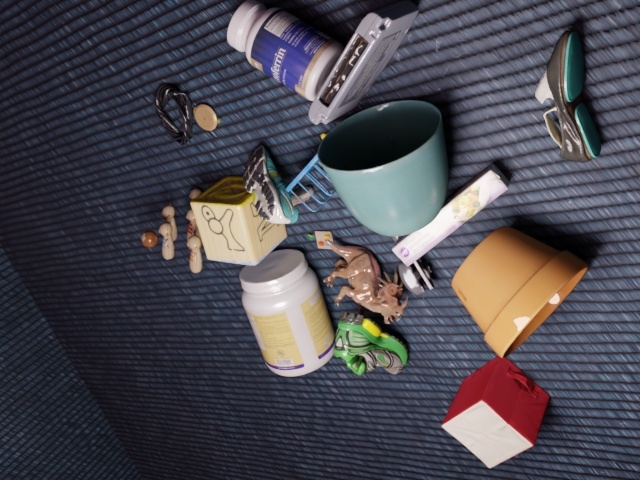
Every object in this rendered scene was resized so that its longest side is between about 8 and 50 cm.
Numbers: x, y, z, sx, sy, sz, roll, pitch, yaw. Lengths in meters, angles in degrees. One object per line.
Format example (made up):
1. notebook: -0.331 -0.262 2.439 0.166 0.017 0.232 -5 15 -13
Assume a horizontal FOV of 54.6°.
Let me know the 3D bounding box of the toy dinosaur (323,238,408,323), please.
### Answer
1. toy dinosaur: 0.133 0.105 1.757 0.200 0.127 0.296 -31 78 31

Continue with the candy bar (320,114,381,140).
1. candy bar: 0.078 -0.283 1.555 0.161 0.018 0.040 -26 91 10

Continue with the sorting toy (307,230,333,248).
1. sorting toy: 0.000 0.000 1.843 0.083 0.012 0.062 3 121 31

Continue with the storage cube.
1. storage cube: 0.485 0.472 1.716 0.183 0.193 0.215 42 134 3

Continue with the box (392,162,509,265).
1. box: 0.314 -0.059 1.516 0.063 0.067 0.324 47 120 -3

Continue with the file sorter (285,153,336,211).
1. file sorter: 0.013 -0.176 1.651 0.104 0.118 0.170 43 133 -4

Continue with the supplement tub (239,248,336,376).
1. supplement tub: -0.100 0.218 1.898 0.241 0.241 0.331 -1 118 33

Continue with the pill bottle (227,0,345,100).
1. pill bottle: -0.085 -0.465 1.499 0.264 0.153 0.153 33 132 11

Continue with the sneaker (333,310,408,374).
1. sneaker: 0.137 0.328 1.813 0.134 0.146 0.343 9 160 42

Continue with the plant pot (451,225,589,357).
1. plant pot: 0.450 0.102 1.458 0.203 0.291 0.291 44 135 23

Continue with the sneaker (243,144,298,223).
1. sneaker: -0.139 -0.149 1.719 0.107 0.110 0.275 -46 49 33

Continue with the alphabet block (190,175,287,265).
1. alphabet block: -0.237 -0.063 1.836 0.192 0.193 0.197 6 122 28

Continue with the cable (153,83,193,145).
1. cable: -0.441 -0.370 1.860 0.150 0.047 0.184 19 129 29

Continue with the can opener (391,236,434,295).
1. can opener: 0.214 0.023 1.662 0.095 0.076 0.283 -31 100 16

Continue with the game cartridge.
1. game cartridge: 0.097 -0.399 1.391 0.062 0.198 0.297 40 132 3

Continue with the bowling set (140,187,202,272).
1. bowling set: -0.457 -0.034 1.913 0.200 0.287 0.154 -3 127 -11

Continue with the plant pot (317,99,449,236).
1. plant pot: 0.169 -0.153 1.461 0.293 0.293 0.235 0 131 33

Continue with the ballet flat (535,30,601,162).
1. ballet flat: 0.500 -0.286 1.280 0.096 0.095 0.280 3 121 46

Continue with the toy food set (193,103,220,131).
1. toy food set: -0.335 -0.360 1.819 0.083 0.020 0.082 -16 110 38

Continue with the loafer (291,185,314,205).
1. loafer: -0.060 -0.124 1.786 0.125 0.045 0.039 -11 129 45
